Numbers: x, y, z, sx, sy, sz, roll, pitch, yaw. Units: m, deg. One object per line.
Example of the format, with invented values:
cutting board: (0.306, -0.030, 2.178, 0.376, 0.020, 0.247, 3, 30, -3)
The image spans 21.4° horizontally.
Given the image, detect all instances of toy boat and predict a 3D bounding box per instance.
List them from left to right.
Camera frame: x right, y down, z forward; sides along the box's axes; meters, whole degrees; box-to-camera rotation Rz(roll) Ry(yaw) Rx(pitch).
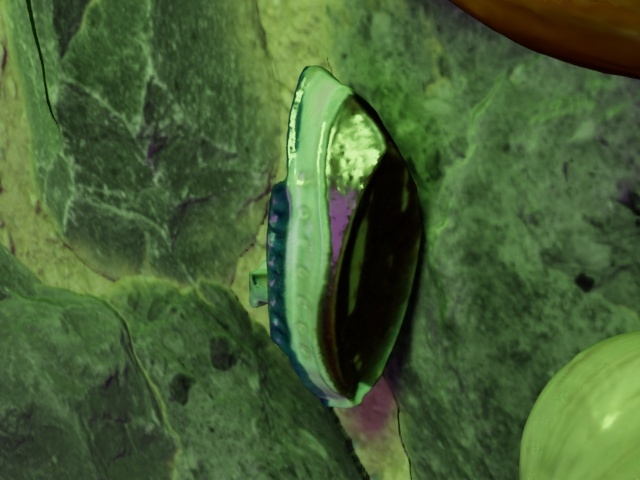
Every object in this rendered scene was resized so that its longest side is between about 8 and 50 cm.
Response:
toy boat: (0.000, 0.000, 1.240, 0.115, 0.114, 0.262, 30, 126, 36)

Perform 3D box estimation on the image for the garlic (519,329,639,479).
garlic: (0.249, 0.208, 1.008, 0.317, 0.259, 0.318, 179, 90, -76)

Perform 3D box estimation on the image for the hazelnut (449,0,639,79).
hazelnut: (0.189, -0.234, 0.775, 0.372, 0.372, 0.315, 34, 159, 26)
